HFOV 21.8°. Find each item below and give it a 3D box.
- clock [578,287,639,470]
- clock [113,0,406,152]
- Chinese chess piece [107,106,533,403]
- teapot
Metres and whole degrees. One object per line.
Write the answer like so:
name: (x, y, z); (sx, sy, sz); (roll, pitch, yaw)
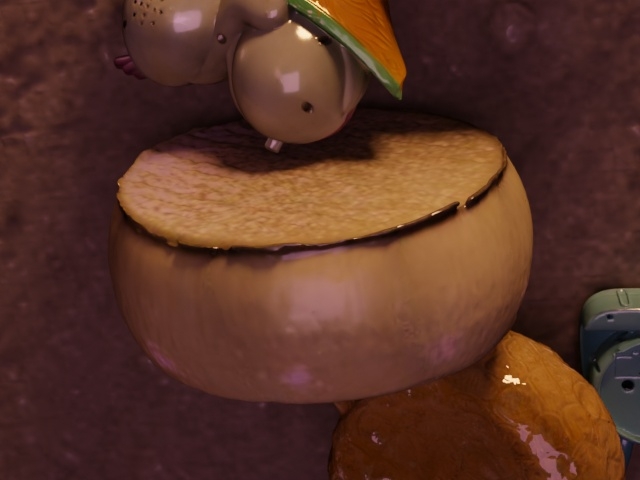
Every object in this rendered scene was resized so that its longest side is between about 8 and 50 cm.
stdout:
clock: (0.243, 0.107, 1.218); (0.108, 0.045, 0.147); (0, 113, 4)
clock: (-0.042, -0.143, 1.069); (0.231, 0.103, 0.144); (28, 98, 24)
Chinese chess piece: (0.000, 0.000, 1.061); (0.270, 0.270, 0.112); (-3, 113, 4)
teapot: (0.111, 0.142, 1.182); (0.311, 0.167, 0.203); (36, 119, 10)
